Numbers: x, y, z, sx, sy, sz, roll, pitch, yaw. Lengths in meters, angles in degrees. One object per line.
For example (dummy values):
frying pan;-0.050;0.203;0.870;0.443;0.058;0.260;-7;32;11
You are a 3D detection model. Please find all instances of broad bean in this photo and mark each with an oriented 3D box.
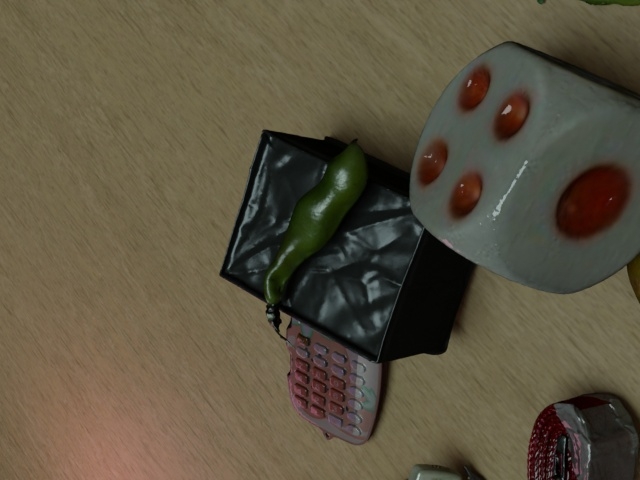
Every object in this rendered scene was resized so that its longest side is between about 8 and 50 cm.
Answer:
broad bean;-0.009;-0.005;1.476;0.098;0.056;0.318;32;111;27

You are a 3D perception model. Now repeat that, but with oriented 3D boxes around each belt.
belt;0.388;0.322;1.486;0.128;0.124;0.201;23;114;56

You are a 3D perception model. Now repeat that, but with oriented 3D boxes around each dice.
dice;0.283;-0.098;1.301;0.259;0.243;0.251;-64;27;16

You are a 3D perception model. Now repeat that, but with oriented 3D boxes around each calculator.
calculator;0.027;0.214;1.815;0.220;0.048;0.329;22;119;33

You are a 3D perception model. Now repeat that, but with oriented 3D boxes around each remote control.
remote control;0.164;0.480;1.657;0.049;0.090;0.230;-153;77;-69

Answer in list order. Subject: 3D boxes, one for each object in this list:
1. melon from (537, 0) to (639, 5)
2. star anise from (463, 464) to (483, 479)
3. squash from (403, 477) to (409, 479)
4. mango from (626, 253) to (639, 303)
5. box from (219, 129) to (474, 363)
melon;0.400;-0.349;1.335;0.262;0.053;0.114;0;121;44
star anise;0.322;0.481;1.660;0.227;0.218;0.148;21;87;-9
squash;0.161;0.543;1.763;0.137;0.137;0.287;-5;110;41
mango;0.536;0.078;1.260;0.329;0.175;0.176;35;168;29
box;0.049;0.001;1.591;0.345;0.204;0.251;26;105;31
